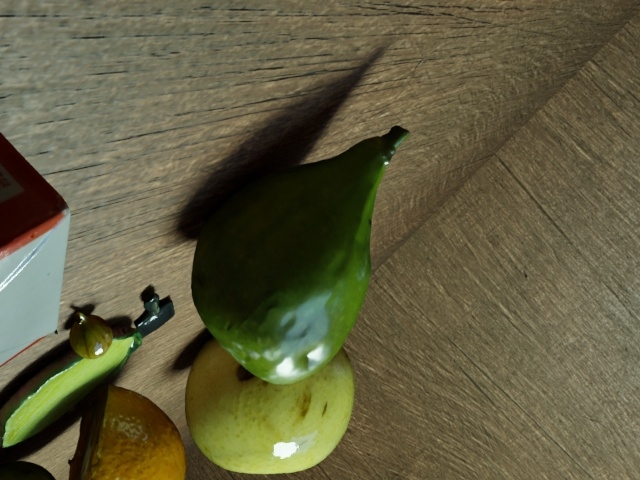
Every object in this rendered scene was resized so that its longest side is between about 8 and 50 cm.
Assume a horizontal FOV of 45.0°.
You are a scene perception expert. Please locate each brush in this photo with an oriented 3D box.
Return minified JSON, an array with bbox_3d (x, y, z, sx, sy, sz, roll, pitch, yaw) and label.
[{"bbox_3d":[-0.232,0.101,1.077,0.063,0.016,0.193,-39,170,-17],"label":"brush"}]

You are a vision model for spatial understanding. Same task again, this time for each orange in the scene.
[{"bbox_3d":[-0.330,0.358,1.177,0.310,0.274,0.274,-20,-179,29],"label":"orange"}]

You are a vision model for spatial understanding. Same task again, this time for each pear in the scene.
[{"bbox_3d":[-0.100,0.303,1.539,0.348,0.348,0.348,-39,170,-9],"label":"pear"}]

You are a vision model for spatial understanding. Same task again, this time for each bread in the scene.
[{"bbox_3d":[-0.336,0.188,1.026,0.228,0.033,0.228,-39,172,-7],"label":"bread"}]

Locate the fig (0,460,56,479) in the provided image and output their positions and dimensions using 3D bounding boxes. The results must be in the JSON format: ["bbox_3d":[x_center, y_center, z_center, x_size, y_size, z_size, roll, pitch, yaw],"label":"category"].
[{"bbox_3d":[-0.477,0.429,1.157,0.191,0.180,0.181,-17,174,11],"label":"fig"}]

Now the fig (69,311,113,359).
[{"bbox_3d":[-0.268,0.104,0.889,0.050,0.050,0.083,-37,154,-21],"label":"fig"}]

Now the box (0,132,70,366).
[{"bbox_3d":[-0.246,0.025,0.496,0.133,0.099,0.182,-37,168,-35],"label":"box"}]

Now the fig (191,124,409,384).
[{"bbox_3d":[-0.013,0.014,0.949,0.314,0.233,0.233,-43,171,-15],"label":"fig"}]
